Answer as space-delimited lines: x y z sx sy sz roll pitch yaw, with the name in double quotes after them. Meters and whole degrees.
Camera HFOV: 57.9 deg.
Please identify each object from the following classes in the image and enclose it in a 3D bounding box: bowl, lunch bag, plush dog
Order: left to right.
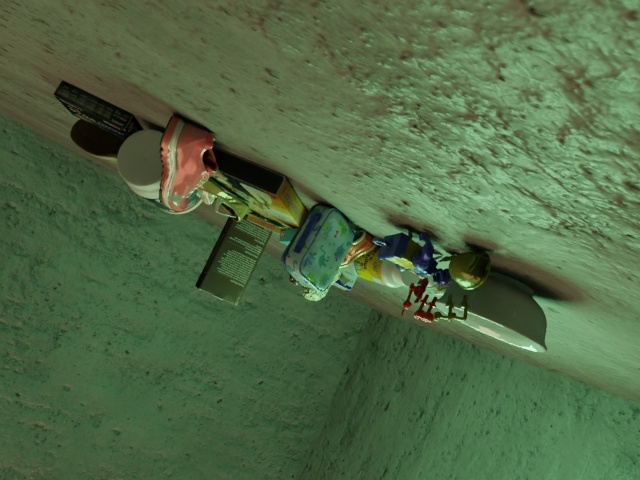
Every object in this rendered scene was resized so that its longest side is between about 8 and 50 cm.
-0.022 0.061 2.067 0.211 0.262 0.226 -21 150 37 "plush dog"
-0.005 0.018 1.616 0.090 0.218 0.176 18 162 37 "lunch bag"
0.453 0.165 1.485 0.298 0.134 0.298 25 173 3 "bowl"

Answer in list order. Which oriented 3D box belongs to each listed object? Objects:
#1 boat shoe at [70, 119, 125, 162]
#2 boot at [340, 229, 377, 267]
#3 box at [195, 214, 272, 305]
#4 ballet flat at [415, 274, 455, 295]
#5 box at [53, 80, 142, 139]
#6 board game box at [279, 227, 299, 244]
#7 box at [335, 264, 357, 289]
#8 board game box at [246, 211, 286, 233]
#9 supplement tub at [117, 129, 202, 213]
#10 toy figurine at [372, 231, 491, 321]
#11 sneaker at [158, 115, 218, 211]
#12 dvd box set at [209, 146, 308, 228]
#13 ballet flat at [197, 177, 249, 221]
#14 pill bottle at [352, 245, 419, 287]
-0.662 -0.302 1.911 0.342 0.121 0.110 22 171 11 "boat shoe"
0.085 0.023 1.732 0.085 0.158 0.059 41 -158 -47 "boot"
-0.383 0.078 2.580 0.191 0.381 0.143 28 172 -19 "box"
0.333 0.120 1.830 0.079 0.077 0.222 51 162 -24 "ballet flat"
-0.636 -0.364 1.681 0.221 0.051 0.175 26 172 -4 "box"
0.000 0.000 1.838 0.211 0.047 0.160 0 167 30 "board game box"
0.107 0.121 2.242 0.072 0.137 0.126 26 172 1 "box"
-0.168 -0.067 2.003 0.124 0.039 0.259 23 -174 6 "board game box"
-0.459 -0.198 1.710 0.191 0.191 0.272 24 172 13 "supplement tub"
0.219 0.065 1.410 0.217 0.191 0.362 32 170 -11 "toy figurine"
-0.333 -0.170 1.479 0.136 0.115 0.313 14 143 -3 "sneaker"
-0.205 -0.151 1.710 0.308 0.062 0.420 24 172 12 "dvd box set"
-0.300 -0.123 1.699 0.080 0.073 0.232 17 167 47 "ballet flat"
0.201 0.077 1.745 0.118 0.117 0.208 31 171 -36 "pill bottle"
